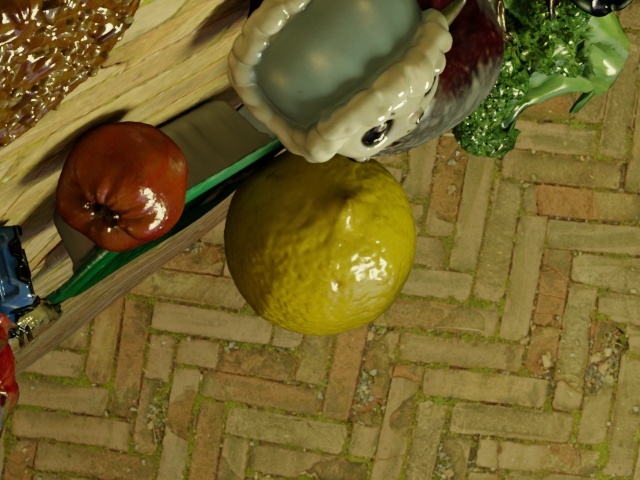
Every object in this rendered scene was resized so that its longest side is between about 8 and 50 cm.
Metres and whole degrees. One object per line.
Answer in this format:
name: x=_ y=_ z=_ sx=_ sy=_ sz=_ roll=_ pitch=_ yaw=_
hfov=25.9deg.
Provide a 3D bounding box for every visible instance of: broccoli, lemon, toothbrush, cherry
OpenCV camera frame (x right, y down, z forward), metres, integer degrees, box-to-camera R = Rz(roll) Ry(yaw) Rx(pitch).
broccoli: x=0.289 y=-0.311 z=2.062 sx=0.310 sy=0.321 sz=0.413 roll=-6 pitch=138 yaw=-28
lemon: x=-0.001 y=-0.001 z=1.767 sx=0.267 sy=0.267 sz=0.267 roll=-37 pitch=179 yaw=-1
toothbrush: x=-0.382 y=0.021 z=2.017 sx=0.029 sy=0.024 sz=0.354 roll=-24 pitch=171 yaw=-44
cherry: x=0.074 y=-0.208 z=1.576 sx=0.296 sy=0.218 sz=0.255 roll=-16 pitch=-160 yaw=50

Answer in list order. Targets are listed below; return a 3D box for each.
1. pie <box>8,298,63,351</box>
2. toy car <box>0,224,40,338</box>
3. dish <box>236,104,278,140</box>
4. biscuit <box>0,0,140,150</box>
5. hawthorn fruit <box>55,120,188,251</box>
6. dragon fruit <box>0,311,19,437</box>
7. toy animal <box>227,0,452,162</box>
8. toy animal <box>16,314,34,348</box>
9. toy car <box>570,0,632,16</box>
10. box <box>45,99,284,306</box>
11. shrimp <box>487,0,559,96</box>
pie: x=-0.549 y=0.171 z=2.499 sx=0.185 sy=0.052 sz=0.218 roll=-38 pitch=-179 yaw=-2
toy car: x=-0.378 y=0.054 z=1.602 sx=0.063 sy=0.103 sz=0.216 roll=-11 pitch=167 yaw=-28
dish: x=-0.048 y=-0.186 z=2.066 sx=0.228 sy=0.086 sz=0.236 roll=-37 pitch=179 yaw=24
biscuit: x=-0.241 y=-0.091 z=0.946 sx=0.305 sy=0.038 sz=0.305 roll=-36 pitch=179 yaw=-1
hawthorn fruit: x=-0.197 y=-0.062 z=1.429 sx=0.133 sy=0.133 sz=0.138 roll=-37 pitch=-163 yaw=35
dragon fruit: x=-0.422 y=0.164 z=1.489 sx=0.193 sy=0.192 sz=0.274 roll=-166 pitch=-93 yaw=-84
toy animal: x=0.031 y=-0.189 z=1.348 sx=0.208 sy=0.204 sz=0.156 roll=-45 pitch=-175 yaw=-20
toy animal: x=-0.503 y=0.138 z=2.177 sx=0.220 sy=0.062 sz=0.108 roll=-26 pitch=162 yaw=38
toy car: x=0.234 y=-0.342 z=1.316 sx=0.190 sy=0.188 sz=0.255 roll=-56 pitch=151 yaw=8
box: x=-0.199 y=-0.069 z=1.721 sx=0.264 sy=0.106 sz=0.337 roll=-37 pitch=180 yaw=43
shrimp: x=0.244 y=-0.327 z=1.811 sx=0.178 sy=0.289 sz=0.075 roll=-18 pitch=-145 yaw=-6
